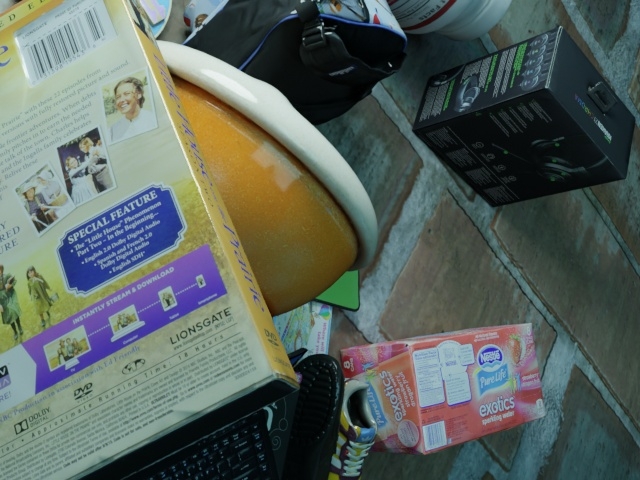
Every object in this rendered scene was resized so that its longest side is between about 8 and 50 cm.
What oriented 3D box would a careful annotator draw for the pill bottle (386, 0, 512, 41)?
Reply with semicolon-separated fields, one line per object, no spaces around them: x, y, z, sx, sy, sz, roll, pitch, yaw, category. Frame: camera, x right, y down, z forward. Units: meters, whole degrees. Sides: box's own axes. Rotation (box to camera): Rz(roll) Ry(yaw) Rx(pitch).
0.109;-0.452;1.183;0.407;0.229;0.229;15;72;-40;pill bottle

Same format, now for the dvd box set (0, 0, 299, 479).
-0.233;-0.003;0.651;0.420;0.307;0.062;64;7;24;dvd box set

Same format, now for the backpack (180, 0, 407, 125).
-0.031;-0.256;1.018;0.263;0.276;0.213;1;68;-45;backpack

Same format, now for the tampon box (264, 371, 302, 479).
-0.111;0.222;0.934;0.120;0.101;0.161;26;65;-36;tampon box

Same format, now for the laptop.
-0.115;0.248;0.763;0.234;0.136;0.264;-20;109;-32;laptop

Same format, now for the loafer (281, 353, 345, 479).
-0.016;0.251;1.023;0.078;0.080;0.220;3;102;-68;loafer

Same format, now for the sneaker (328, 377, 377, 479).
0.036;0.281;1.067;0.069;0.084;0.186;1;80;-42;sneaker

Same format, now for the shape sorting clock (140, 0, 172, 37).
-0.269;-0.322;0.943;0.206;0.040;0.206;10;75;-41;shape sorting clock

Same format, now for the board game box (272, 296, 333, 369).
-0.036;0.146;1.068;0.103;0.026;0.154;20;69;-38;board game box

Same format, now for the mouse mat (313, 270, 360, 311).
0.000;0.000;1.126;0.152;0.007;0.190;19;59;-38;mouse mat

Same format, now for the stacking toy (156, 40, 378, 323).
-0.195;0.074;0.794;0.350;0.350;0.480;44;70;-27;stacking toy

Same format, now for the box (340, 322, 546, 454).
0.188;0.213;1.178;0.300;0.142;0.154;-3;83;-43;box

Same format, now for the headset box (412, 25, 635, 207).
0.346;-0.194;1.309;0.246;0.283;0.131;37;59;-30;headset box
